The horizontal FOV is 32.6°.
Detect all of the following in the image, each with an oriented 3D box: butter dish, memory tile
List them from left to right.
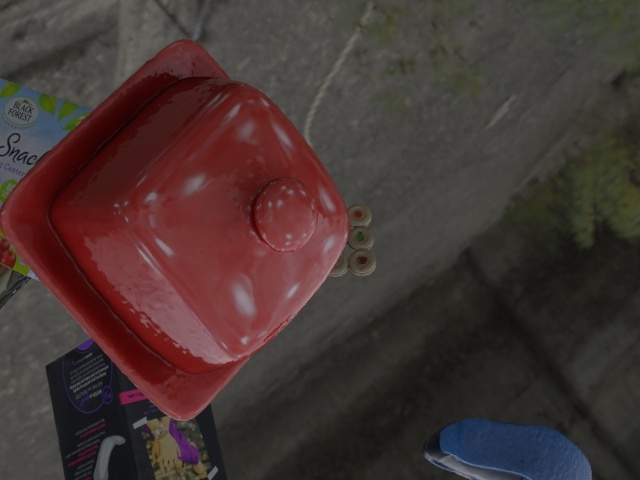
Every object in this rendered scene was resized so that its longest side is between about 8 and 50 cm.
[{"bbox_3d":[-0.047,-0.009,0.557,0.118,0.160,0.160,-6,-142,51],"label":"butter dish"},{"bbox_3d":[0.000,0.000,1.501,0.148,0.113,0.012,-4,149,2],"label":"memory tile"}]

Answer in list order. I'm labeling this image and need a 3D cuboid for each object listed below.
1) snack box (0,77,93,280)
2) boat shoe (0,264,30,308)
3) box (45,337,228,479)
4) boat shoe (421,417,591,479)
[{"bbox_3d":[-0.308,-0.066,1.117,0.070,0.207,0.175,30,83,-58],"label":"snack box"},{"bbox_3d":[-0.419,0.033,1.318,0.324,0.120,0.122,-48,-176,8],"label":"boat shoe"},{"bbox_3d":[-0.233,0.262,1.406,0.143,0.270,0.165,3,156,-44],"label":"box"},{"bbox_3d":[0.250,0.285,1.468,0.089,0.258,0.109,-28,-138,51],"label":"boat shoe"}]
